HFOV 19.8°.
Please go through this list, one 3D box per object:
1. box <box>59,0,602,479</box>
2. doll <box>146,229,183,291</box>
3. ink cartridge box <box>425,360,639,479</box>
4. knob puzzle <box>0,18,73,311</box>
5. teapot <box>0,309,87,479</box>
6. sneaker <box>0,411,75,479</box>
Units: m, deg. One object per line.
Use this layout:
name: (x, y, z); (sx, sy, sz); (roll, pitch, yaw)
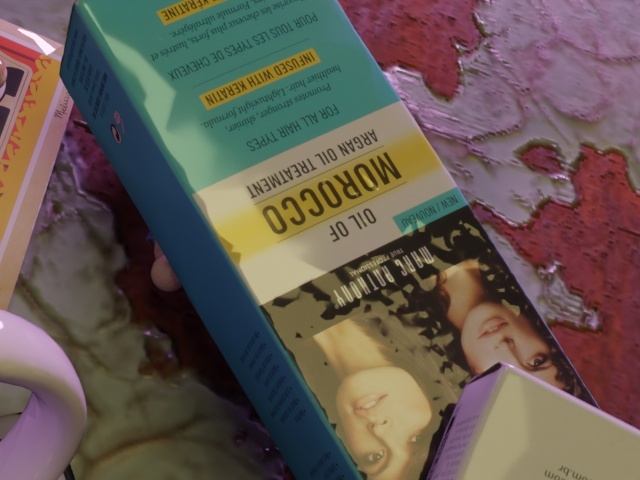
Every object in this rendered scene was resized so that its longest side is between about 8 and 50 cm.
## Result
box: (0.000, 0.000, 0.713); (0.100, 0.060, 0.244); (-26, 75, -23)
doll: (-0.017, 0.000, 0.770); (0.129, 0.046, 0.189); (-22, 71, -33)
ink cartridge box: (0.111, 0.187, 0.615); (0.223, 0.045, 0.224); (28, 67, -7)
knob puzzle: (-0.201, -0.050, 0.725); (0.213, 0.030, 0.213); (12, 56, -18)
teapot: (-0.216, 0.121, 0.475); (0.252, 0.187, 0.256); (14, 58, 4)
sneaker: (-0.108, 0.160, 0.601); (0.098, 0.083, 0.224); (-12, 46, -18)
